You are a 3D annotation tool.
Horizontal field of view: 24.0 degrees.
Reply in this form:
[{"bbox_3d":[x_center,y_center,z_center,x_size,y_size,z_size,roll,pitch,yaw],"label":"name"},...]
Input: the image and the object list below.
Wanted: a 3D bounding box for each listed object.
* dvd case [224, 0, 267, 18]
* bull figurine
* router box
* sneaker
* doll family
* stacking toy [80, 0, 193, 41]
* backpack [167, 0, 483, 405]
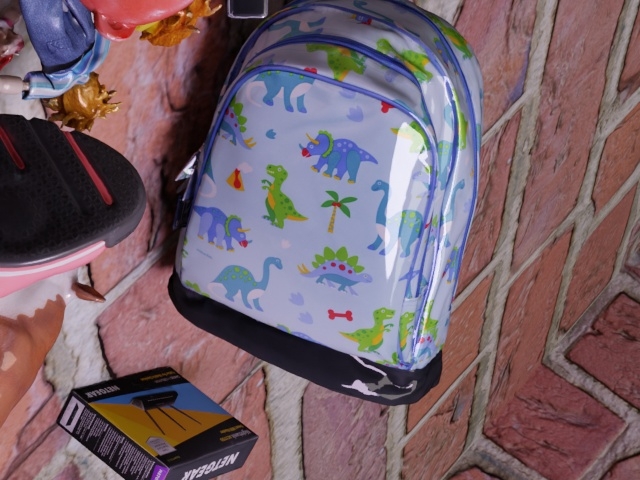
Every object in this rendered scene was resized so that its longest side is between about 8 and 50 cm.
[{"bbox_3d":[-0.051,-0.257,0.984,0.239,0.029,0.179,-104,-164,-69],"label":"dvd case"},{"bbox_3d":[-0.299,0.111,1.169,0.310,0.101,0.188,-57,155,-1],"label":"bull figurine"},{"bbox_3d":[-0.163,0.193,1.535,0.046,0.133,0.179,-61,159,17],"label":"router box"},{"bbox_3d":[-0.273,0.011,1.027,0.314,0.116,0.136,-20,162,-21],"label":"sneaker"},{"bbox_3d":[-0.157,-0.162,1.033,0.263,0.118,0.163,-43,154,-26],"label":"doll family"},{"bbox_3d":[-0.157,-0.141,0.804,0.309,0.279,0.130,-31,110,-22],"label":"stacking toy"},{"bbox_3d":[0.013,-0.052,1.354,0.355,0.290,0.273,-69,167,15],"label":"backpack"}]
